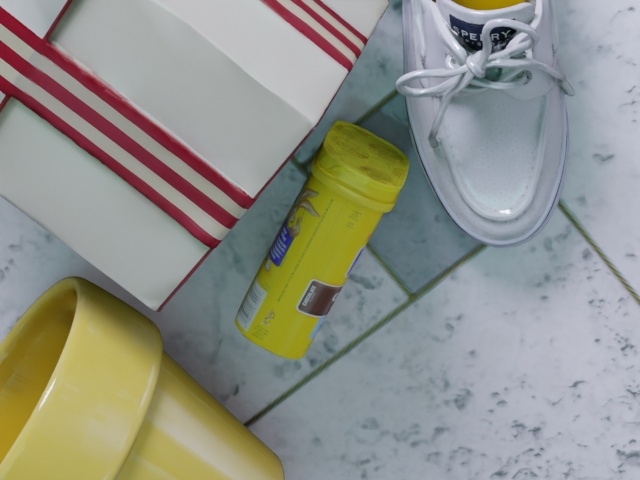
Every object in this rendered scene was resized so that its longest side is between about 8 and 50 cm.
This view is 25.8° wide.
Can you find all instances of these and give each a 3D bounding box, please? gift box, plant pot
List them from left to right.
[{"bbox_3d":[-0.171,0.195,1.164,0.239,0.254,0.254,35,108,-20],"label":"plant pot"},{"bbox_3d":[-0.132,-0.145,1.053,0.258,0.276,0.255,37,120,-9],"label":"gift box"}]

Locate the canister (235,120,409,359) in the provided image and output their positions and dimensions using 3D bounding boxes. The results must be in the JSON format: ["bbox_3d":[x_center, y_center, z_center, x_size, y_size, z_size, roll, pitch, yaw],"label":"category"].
[{"bbox_3d":[0.000,0.000,1.138,0.073,0.126,0.170,28,110,-2],"label":"canister"}]

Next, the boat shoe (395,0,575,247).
[{"bbox_3d":[0.125,-0.159,1.059,0.135,0.156,0.367,-2,105,8],"label":"boat shoe"}]
